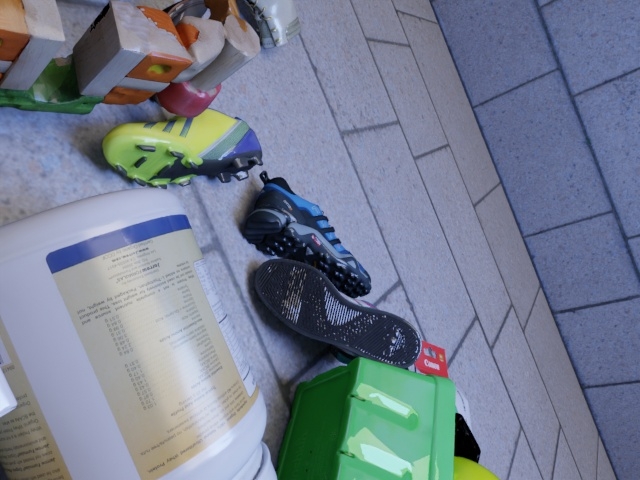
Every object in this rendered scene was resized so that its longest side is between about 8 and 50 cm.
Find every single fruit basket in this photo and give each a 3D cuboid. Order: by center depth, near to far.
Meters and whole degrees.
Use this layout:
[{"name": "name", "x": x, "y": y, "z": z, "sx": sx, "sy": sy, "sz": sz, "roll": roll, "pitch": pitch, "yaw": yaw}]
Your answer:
[{"name": "fruit basket", "x": 0.128, "y": 0.394, "z": 0.731, "sx": 0.392, "sy": 0.283, "sz": 0.392, "roll": 23, "pitch": 50, "yaw": -30}]

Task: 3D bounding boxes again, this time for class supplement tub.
[{"name": "supplement tub", "x": -0.189, "y": 0.132, "z": 0.477, "sx": 0.228, "sy": 0.228, "sz": 0.316, "roll": -25, "pitch": 95, "yaw": -56}]

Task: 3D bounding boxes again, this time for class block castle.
[{"name": "block castle", "x": -0.306, "y": -0.297, "z": 0.525, "sx": 0.453, "sy": 0.212, "sz": 0.303, "roll": -8, "pitch": 83, "yaw": -47}]

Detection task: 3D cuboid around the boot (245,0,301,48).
[{"name": "boot", "x": -0.126, "y": -0.462, "z": 0.984, "sx": 0.213, "sy": 0.077, "sz": 0.165, "roll": -36, "pitch": 135, "yaw": -31}]

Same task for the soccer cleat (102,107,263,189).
[{"name": "soccer cleat", "x": -0.202, "y": -0.149, "z": 0.737, "sx": 0.289, "sy": 0.093, "sz": 0.121, "roll": -12, "pitch": 72, "yaw": -57}]

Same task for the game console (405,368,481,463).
[{"name": "game console", "x": 0.203, "y": 0.380, "z": 1.021, "sx": 0.213, "sy": 0.044, "sz": 0.361, "roll": -31, "pitch": 95, "yaw": -38}]

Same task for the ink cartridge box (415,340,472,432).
[{"name": "ink cartridge box", "x": 0.296, "y": 0.355, "z": 1.200, "sx": 0.181, "sy": 0.056, "sz": 0.225, "roll": 29, "pitch": 53, "yaw": -45}]

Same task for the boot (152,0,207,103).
[{"name": "boot", "x": -0.233, "y": -0.311, "z": 0.793, "sx": 0.219, "sy": 0.082, "sz": 0.106, "roll": -57, "pitch": 130, "yaw": -39}]

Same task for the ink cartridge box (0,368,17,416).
[{"name": "ink cartridge box", "x": -0.351, "y": 0.028, "z": 0.325, "sx": 0.117, "sy": 0.201, "sz": 0.278, "roll": -28, "pitch": 97, "yaw": -56}]

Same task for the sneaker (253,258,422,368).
[{"name": "sneaker", "x": 0.021, "y": 0.132, "z": 0.873, "sx": 0.295, "sy": 0.178, "sz": 0.124, "roll": 29, "pitch": 75, "yaw": 2}]

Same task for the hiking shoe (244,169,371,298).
[{"name": "hiking shoe", "x": 0.000, "y": 0.000, "z": 0.912, "sx": 0.304, "sy": 0.113, "sz": 0.132, "roll": 41, "pitch": 44, "yaw": -35}]
